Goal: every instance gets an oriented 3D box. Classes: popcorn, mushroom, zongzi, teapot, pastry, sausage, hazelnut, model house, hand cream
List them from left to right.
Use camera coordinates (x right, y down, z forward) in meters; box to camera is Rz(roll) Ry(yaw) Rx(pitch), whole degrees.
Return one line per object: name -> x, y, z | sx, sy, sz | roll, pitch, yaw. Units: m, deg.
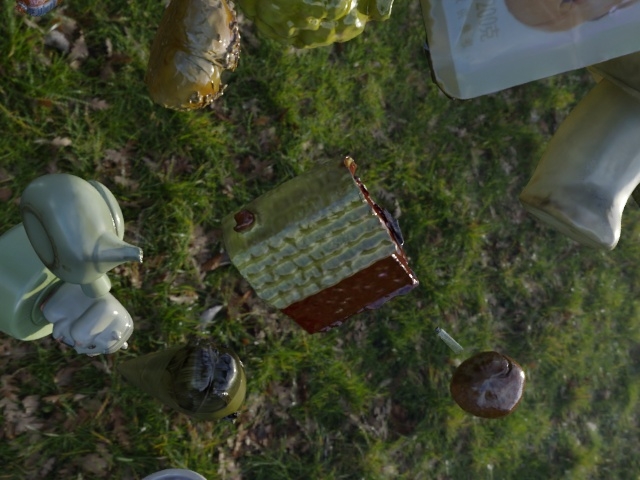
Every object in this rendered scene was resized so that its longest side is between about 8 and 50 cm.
sausage -> -0.592, -0.562, 1.182 | 0.071, 0.071, 0.234 | 48, 45, -31
teapot -> -0.469, -0.004, 1.021 | 0.149, 0.318, 0.220 | -28, 90, -40
zongzi -> -0.315, 0.273, 1.106 | 0.289, 0.317, 0.154 | 97, 2, -64
pastry -> -0.306, -0.470, 1.337 | 0.184, 0.284, 0.316 | 16, 100, -34
model house -> 0.000, 0.000, 0.729 | 0.254, 0.196, 0.160 | 43, 22, -57
popcorn -> 0.009, -0.339, 0.594 | 0.259, 0.212, 0.259 | -37, 135, -48
hand cream -> 0.373, 0.292, 1.563 | 0.102, 0.035, 0.022 | 44, 38, -3
hazelnut -> 0.346, 0.299, 1.109 | 0.143, 0.154, 0.143 | -12, 90, -81
mushroom -> 0.368, -0.174, 0.521 | 0.356, 0.315, 0.315 | -49, 118, -26

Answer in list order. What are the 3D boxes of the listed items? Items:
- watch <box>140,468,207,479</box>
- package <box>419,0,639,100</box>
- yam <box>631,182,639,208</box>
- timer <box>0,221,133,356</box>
watch -> -0.203, 0.484, 0.758 | 0.196, 0.244, 0.231 | -36, 138, -50
package -> 0.138, -0.268, 0.306 | 0.165, 0.221, 0.311 | -68, 140, -64
yam -> 0.794, -0.116, 1.279 | 0.259, 0.093, 0.093 | 46, 44, -19
timer -> -0.566, 0.143, 1.212 | 0.315, 0.291, 0.291 | 35, 38, 10
